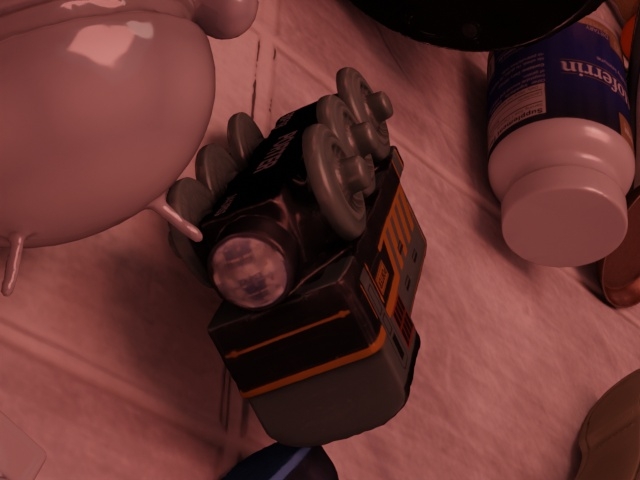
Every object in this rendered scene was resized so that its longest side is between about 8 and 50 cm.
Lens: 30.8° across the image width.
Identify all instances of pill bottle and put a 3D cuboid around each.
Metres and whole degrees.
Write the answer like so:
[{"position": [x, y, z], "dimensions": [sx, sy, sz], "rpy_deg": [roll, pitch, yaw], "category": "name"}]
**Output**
[{"position": [0.255, -0.111, 1.245], "dimensions": [0.153, 0.153, 0.264], "rpy_deg": [36, 43, -32], "category": "pill bottle"}]

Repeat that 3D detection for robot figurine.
[{"position": [-0.185, -0.146, 0.662], "dimensions": [0.300, 0.200, 0.353], "rpy_deg": [-20, 82, -25], "category": "robot figurine"}]

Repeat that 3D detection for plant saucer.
[{"position": [0.374, -0.002, 1.355], "dimensions": [0.168, 0.168, 0.029], "rpy_deg": [15, 12, -47], "category": "plant saucer"}]

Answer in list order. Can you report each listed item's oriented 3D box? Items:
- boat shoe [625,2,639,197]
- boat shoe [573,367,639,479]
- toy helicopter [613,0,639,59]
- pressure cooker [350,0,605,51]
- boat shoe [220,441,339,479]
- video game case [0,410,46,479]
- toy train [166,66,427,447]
[{"position": [0.371, -0.162, 1.354], "dimensions": [0.116, 0.099, 0.319], "rpy_deg": [-27, 129, -31], "category": "boat shoe"}, {"position": [0.292, 0.245, 1.075], "dimensions": [0.113, 0.127, 0.340], "rpy_deg": [46, 27, -2], "category": "boat shoe"}, {"position": [0.503, -0.451, 1.719], "dimensions": [0.355, 0.235, 0.140], "rpy_deg": [56, 35, -8], "category": "toy helicopter"}, {"position": [0.195, -0.429, 1.167], "dimensions": [0.420, 0.370, 0.375], "rpy_deg": [-54, 138, -41], "category": "pressure cooker"}, {"position": [-0.044, 0.200, 0.694], "dimensions": [0.258, 0.109, 0.089], "rpy_deg": [-31, 97, -53], "category": "boat shoe"}, {"position": [-0.254, 0.121, 0.546], "dimensions": [0.206, 0.026, 0.227], "rpy_deg": [48, 37, -20], "category": "video game case"}, {"position": [0.000, 0.000, 0.831], "dimensions": [0.334, 0.142, 0.190], "rpy_deg": [-67, 134, -68], "category": "toy train"}]
